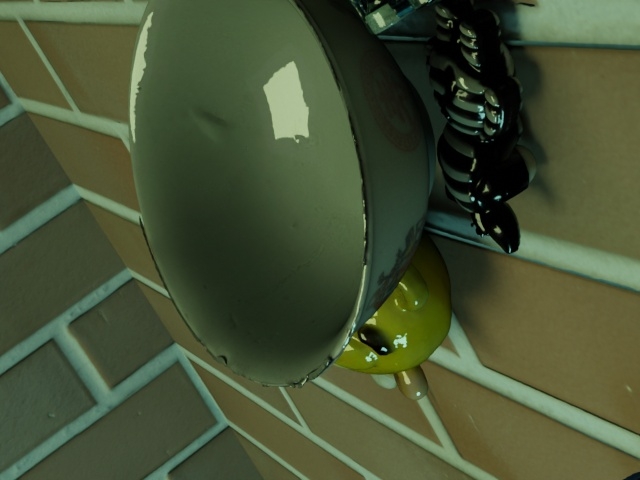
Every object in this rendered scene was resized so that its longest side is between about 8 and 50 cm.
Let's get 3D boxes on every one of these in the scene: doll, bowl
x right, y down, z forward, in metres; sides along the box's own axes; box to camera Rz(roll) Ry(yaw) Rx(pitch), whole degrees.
[{"bbox_3d":[0.008,0.019,1.318,0.348,0.161,0.423,51,170,24],"label":"doll"},{"bbox_3d":[0.119,-0.087,0.951,0.091,0.067,0.219,44,155,40],"label":"doll"},{"bbox_3d":[-0.010,-0.066,1.028,0.345,0.157,0.345,23,120,49],"label":"bowl"}]

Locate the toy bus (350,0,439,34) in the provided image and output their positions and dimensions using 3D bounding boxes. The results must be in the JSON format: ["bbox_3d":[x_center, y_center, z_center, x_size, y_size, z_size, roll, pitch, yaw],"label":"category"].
[{"bbox_3d":[0.068,-0.198,0.790,0.090,0.106,0.185,59,168,-7],"label":"toy bus"}]

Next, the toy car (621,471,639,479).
[{"bbox_3d":[0.336,0.259,1.063,0.216,0.063,0.103,40,159,54],"label":"toy car"}]

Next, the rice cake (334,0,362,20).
[{"bbox_3d":[-0.016,-0.261,1.011,0.198,0.037,0.189,53,164,1],"label":"rice cake"}]
